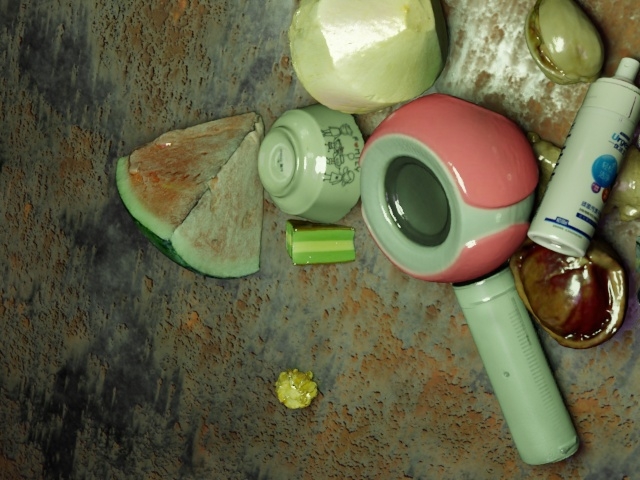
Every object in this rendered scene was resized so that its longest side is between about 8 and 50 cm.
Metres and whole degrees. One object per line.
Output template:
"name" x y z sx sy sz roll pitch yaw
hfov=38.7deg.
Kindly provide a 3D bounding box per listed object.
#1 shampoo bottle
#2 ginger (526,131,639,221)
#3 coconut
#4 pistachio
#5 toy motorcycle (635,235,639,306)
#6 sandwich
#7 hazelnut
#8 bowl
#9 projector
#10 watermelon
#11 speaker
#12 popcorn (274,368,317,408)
"shampoo bottle" 0.405 -0.129 1.352 0.092 0.092 0.303 23 84 15
"ginger" 0.407 -0.095 1.436 0.213 0.074 0.137 8 90 16
"coconut" 0.078 -0.317 1.404 0.259 0.259 0.259 6 108 21
"pistachio" 0.370 -0.303 1.377 0.113 0.113 0.149 -21 90 26
"toy motorcycle" 0.536 0.040 1.402 0.061 0.124 0.193 -11 113 -20
"sandwich" 0.000 0.000 1.671 0.117 0.074 0.074 -2 106 -10
"hazelnut" 0.391 0.065 1.441 0.202 0.160 0.170 38 111 0
"bowl" -0.030 -0.131 1.538 0.211 0.112 0.211 4 96 49
"projector" 0.331 0.207 1.540 0.108 0.108 0.337 -19 98 26
"watermelon" -0.212 -0.077 1.683 0.283 0.293 0.250 50 161 29
"speaker" 0.196 -0.074 1.423 0.294 0.294 0.294 6 108 21
"popcorn" -0.047 0.282 1.747 0.082 0.057 0.083 -9 105 31
